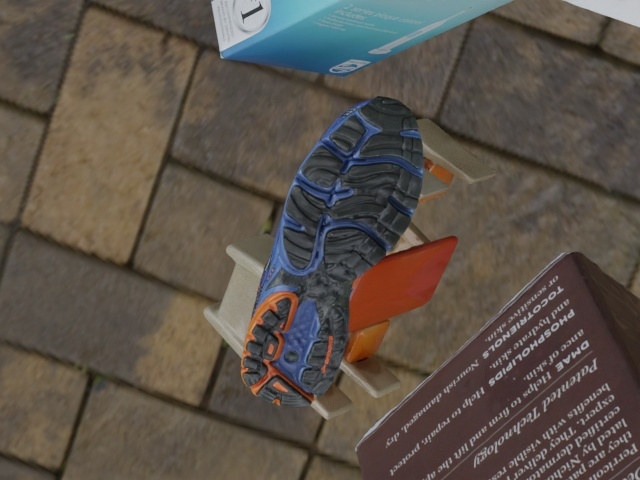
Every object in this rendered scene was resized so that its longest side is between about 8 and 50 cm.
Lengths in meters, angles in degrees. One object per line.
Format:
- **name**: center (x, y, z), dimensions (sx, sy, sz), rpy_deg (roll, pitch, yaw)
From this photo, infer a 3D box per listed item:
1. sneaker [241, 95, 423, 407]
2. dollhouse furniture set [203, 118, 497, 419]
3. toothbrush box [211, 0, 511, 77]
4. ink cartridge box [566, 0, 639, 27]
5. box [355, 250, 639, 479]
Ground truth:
- **sneaker**: center (0.000, 0.000, 0.994), dimensions (0.083, 0.087, 0.221), rpy_deg (21, 110, -14)
- **dollhouse furniture set**: center (0.035, 0.050, 1.328), dimensions (0.135, 0.259, 0.262), rpy_deg (38, 123, 27)
- **toothbrush box**: center (0.061, -0.253, 0.922), dimensions (0.295, 0.126, 0.216), rpy_deg (-18, 77, 40)
- **ink cartridge box**: center (0.320, -0.373, 1.314), dimensions (0.207, 0.119, 0.353), rpy_deg (19, 118, -3)
- **box**: center (0.143, 0.151, 0.729), dimensions (0.168, 0.203, 0.167), rpy_deg (36, 110, -27)
